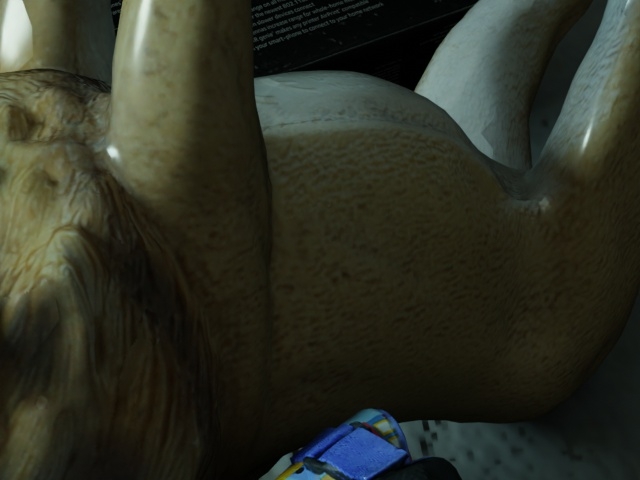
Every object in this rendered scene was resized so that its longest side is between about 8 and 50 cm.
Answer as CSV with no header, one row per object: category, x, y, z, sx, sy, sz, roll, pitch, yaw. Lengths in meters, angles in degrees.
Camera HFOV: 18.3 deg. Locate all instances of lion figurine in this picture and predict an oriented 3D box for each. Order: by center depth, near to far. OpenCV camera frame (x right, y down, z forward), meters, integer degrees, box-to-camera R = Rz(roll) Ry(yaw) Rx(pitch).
lion figurine,0.000,0.000,0.526,0.392,0.240,0.142,-4,15,-37

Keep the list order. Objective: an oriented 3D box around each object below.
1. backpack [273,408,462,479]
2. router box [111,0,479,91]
backpack,-0.015,0.144,0.430,0.173,0.158,0.117,-37,59,-21
router box,-0.054,-0.082,0.674,0.179,0.046,0.133,-21,56,-24
